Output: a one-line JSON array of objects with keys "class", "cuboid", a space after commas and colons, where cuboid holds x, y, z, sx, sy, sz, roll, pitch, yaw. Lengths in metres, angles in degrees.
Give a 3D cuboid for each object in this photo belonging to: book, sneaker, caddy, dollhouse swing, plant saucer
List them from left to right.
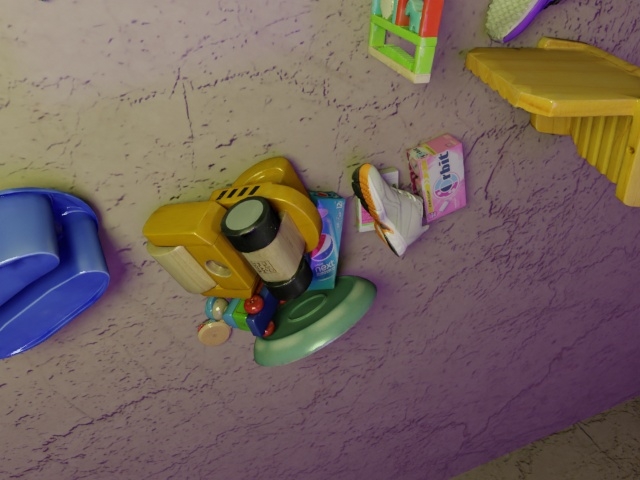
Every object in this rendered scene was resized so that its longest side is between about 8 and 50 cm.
[{"class": "caddy", "cuboid": [-0.540, 0.051, 0.809, 0.341, 0.179, 0.241, -36, 153, 4]}, {"class": "plant saucer", "cuboid": [-0.022, 0.165, 1.058, 0.317, 0.317, 0.044, -31, 101, 0]}, {"class": "book", "cuboid": [0.130, -0.092, 1.087, 0.096, 0.035, 0.144, -13, 127, -12]}, {"class": "sneaker", "cuboid": [0.161, -0.086, 1.037, 0.121, 0.099, 0.262, -37, 133, -3]}, {"class": "sneaker", "cuboid": [0.447, -0.490, 0.883, 0.146, 0.102, 0.293, 19, 115, -34]}, {"class": "dollhouse swing", "cuboid": [0.478, -0.226, 0.942, 0.304, 0.347, 0.315, -16, 130, -1]}]

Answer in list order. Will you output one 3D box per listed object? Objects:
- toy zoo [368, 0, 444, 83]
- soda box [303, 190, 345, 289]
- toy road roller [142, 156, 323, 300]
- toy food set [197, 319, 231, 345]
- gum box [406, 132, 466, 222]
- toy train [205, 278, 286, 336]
[{"class": "toy zoo", "cuboid": [0.139, -0.423, 0.739, 0.030, 0.192, 0.293, -9, 128, -17]}, {"class": "soda box", "cuboid": [0.000, 0.000, 1.040, 0.067, 0.071, 0.210, -2, 111, -23]}, {"class": "toy road roller", "cuboid": [-0.152, -0.029, 0.934, 0.329, 0.241, 0.203, -4, 138, 27]}, {"class": "toy food set", "cuboid": [-0.262, 0.228, 1.158, 0.082, 0.020, 0.083, 3, 124, -25]}, {"class": "gum box", "cuboid": [0.272, -0.138, 1.093, 0.107, 0.062, 0.188, -24, 130, -5]}, {"class": "toy train", "cuboid": [-0.144, 0.088, 1.052, 0.143, 0.248, 0.105, 7, 138, 21]}]
